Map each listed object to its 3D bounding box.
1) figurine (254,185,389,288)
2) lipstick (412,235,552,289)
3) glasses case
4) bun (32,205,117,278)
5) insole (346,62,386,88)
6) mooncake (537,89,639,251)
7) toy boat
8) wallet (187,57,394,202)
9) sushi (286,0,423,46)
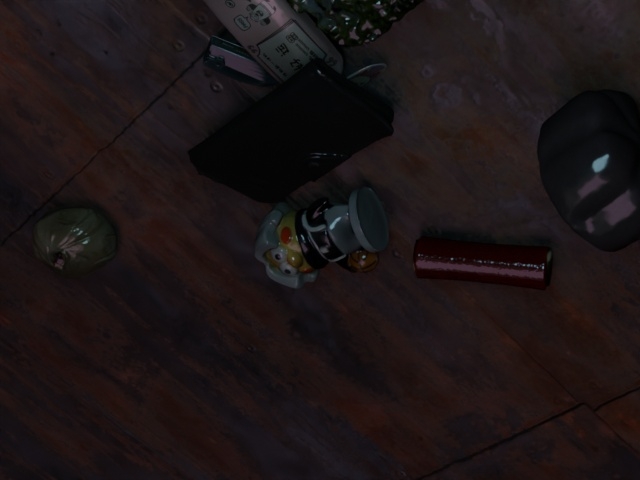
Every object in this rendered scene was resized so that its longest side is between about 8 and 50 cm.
[{"bbox_3d":[0.000,0.000,2.010,0.236,0.133,0.176,-16,120,27],"label":"figurine"},{"bbox_3d":[0.285,0.039,1.969,0.241,0.080,0.080,5,130,17],"label":"lipstick"},{"bbox_3d":[-0.086,-0.358,1.769,0.122,0.075,0.314,-25,120,36],"label":"glasses case"},{"bbox_3d":[-0.494,0.011,2.214,0.166,0.113,0.173,30,135,-6],"label":"bun"},{"bbox_3d":[0.033,-0.243,1.842,0.197,0.065,0.004,-30,71,38],"label":"insole"},{"bbox_3d":[0.436,-0.110,1.677,0.245,0.245,0.133,41,128,-16],"label":"mooncake"},{"bbox_3d":[-0.123,-0.292,1.856,0.141,0.060,0.055,22,134,-8],"label":"toy boat"},{"bbox_3d":[-0.052,-0.170,1.893,0.197,0.051,0.377,31,142,-29],"label":"wallet"},{"bbox_3d":[0.070,-0.463,1.553,0.294,0.178,0.352,45,133,-16],"label":"sushi"}]
